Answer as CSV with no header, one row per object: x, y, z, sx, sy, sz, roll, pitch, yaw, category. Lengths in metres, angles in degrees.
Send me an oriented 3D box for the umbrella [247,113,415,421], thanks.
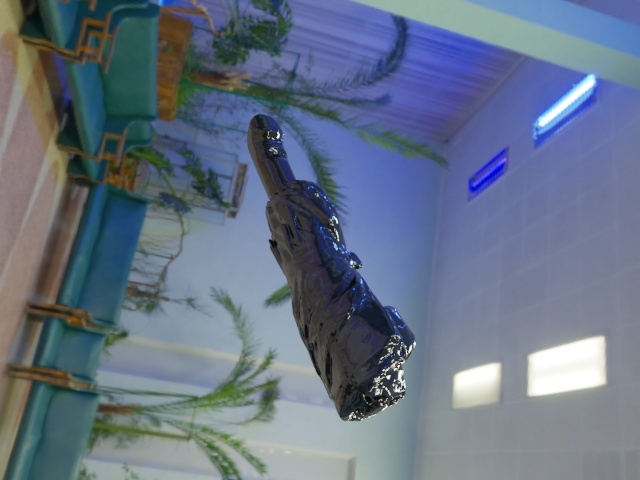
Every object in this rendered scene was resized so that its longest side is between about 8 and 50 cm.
-0.003,0.005,0.424,0.248,0.070,0.071,65,-33,36,umbrella
